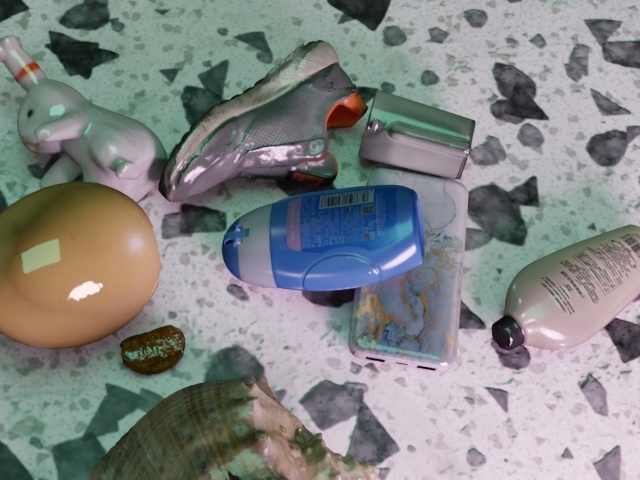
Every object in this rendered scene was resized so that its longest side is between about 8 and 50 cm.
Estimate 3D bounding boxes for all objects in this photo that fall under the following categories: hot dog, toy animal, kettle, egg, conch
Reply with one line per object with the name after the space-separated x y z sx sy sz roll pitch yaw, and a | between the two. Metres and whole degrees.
-0.212 0.138 1.713 0.083 0.035 0.058 -16 64 -15 | hot dog
-0.343 -0.143 1.802 0.282 0.140 0.138 30 53 6 | toy animal
0.135 -0.148 1.863 0.148 0.127 0.098 16 64 3 | kettle
-0.318 0.034 1.657 0.201 0.201 0.244 45 37 18 | egg
-0.111 0.266 1.564 0.352 0.210 0.297 0 43 -13 | conch

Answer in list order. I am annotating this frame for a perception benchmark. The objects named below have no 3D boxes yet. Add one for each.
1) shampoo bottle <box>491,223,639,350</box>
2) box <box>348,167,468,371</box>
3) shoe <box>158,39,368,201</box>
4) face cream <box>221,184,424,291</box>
0.334 0.069 1.789 0.256 0.078 0.127 -27 72 -22 | shampoo bottle
0.119 0.036 1.807 0.142 0.044 0.285 10 61 -5 | box
-0.060 -0.122 1.837 0.336 0.132 0.171 -40 81 -27 | shoe
0.000 0.000 1.758 0.263 0.083 0.149 -7 53 9 | face cream
